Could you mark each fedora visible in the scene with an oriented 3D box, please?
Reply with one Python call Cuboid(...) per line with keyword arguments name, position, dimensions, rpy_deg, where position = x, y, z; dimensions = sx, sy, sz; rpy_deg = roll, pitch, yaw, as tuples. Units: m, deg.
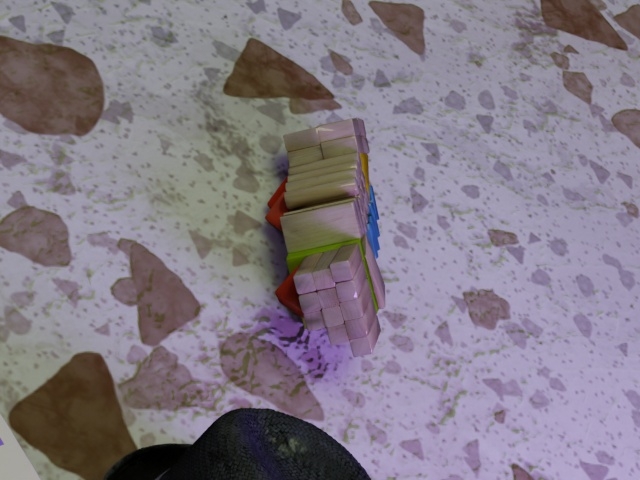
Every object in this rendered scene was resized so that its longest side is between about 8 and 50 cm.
Cuboid(name="fedora", position=(-0.041, 0.270, 1.780), dimensions=(0.334, 0.152, 0.334), rpy_deg=(23, 27, -13))

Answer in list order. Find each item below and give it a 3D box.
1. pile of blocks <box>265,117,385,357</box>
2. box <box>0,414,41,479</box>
Cuboid(name="pile of blocks", position=(0.000, 0.000, 2.147), dimensions=(0.112, 0.149, 0.362), rpy_deg=(-12, 37, 11))
Cuboid(name="box", position=(-0.392, 0.201, 1.692), dimensions=(0.213, 0.117, 0.243), rpy_deg=(-19, 65, -42))
